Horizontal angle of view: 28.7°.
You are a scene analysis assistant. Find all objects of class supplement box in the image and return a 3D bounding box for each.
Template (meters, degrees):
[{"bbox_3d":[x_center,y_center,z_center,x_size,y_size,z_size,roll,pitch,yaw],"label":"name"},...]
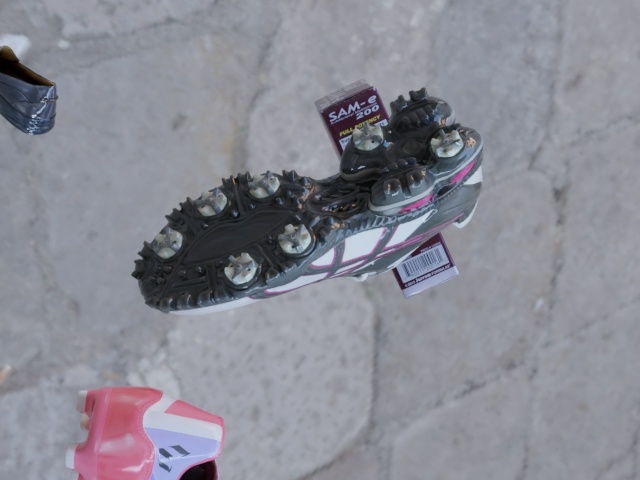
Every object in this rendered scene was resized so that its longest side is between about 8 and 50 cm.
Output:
[{"bbox_3d":[0.075,-0.064,1.465,0.073,0.130,0.239,-24,101,2],"label":"supplement box"}]

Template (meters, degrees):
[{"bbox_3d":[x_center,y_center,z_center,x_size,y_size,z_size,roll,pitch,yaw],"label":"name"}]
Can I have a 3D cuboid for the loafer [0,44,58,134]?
[{"bbox_3d":[-0.346,-0.186,1.348,0.062,0.170,0.061,-41,163,-55],"label":"loafer"}]

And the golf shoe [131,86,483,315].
[{"bbox_3d":[0.000,0.000,0.924,0.273,0.105,0.120,-24,142,-2],"label":"golf shoe"}]

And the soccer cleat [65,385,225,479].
[{"bbox_3d":[-0.108,0.161,0.831,0.248,0.095,0.083,95,3,-63],"label":"soccer cleat"}]
